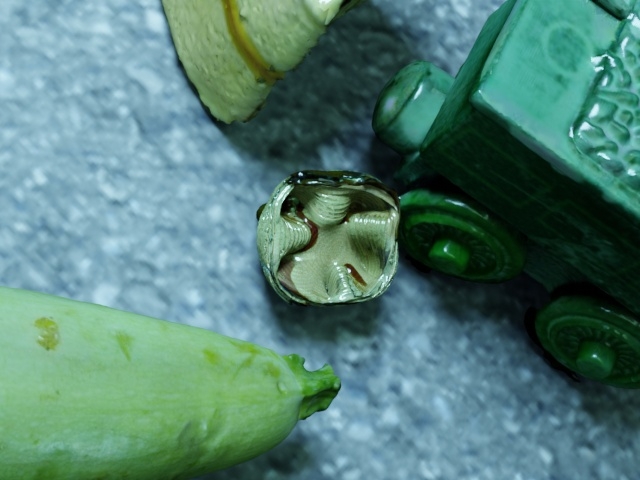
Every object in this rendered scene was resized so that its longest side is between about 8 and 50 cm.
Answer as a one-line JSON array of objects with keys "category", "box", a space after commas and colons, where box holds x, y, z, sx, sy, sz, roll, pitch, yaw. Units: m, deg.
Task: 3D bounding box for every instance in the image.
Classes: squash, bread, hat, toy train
[{"category": "squash", "box": [-0.159, 0.076, 0.747, 0.371, 0.118, 0.118, 9, 69, -29]}, {"category": "bread", "box": [-0.067, -0.218, 0.871, 0.264, 0.168, 0.163, 44, 59, -4]}, {"category": "hat", "box": [0.000, -0.001, 0.888, 0.077, 0.059, 0.076, 2, 88, -22]}, {"category": "toy train", "box": [0.161, -0.028, 0.897, 0.266, 0.202, 0.145, 34, 62, -10]}]
